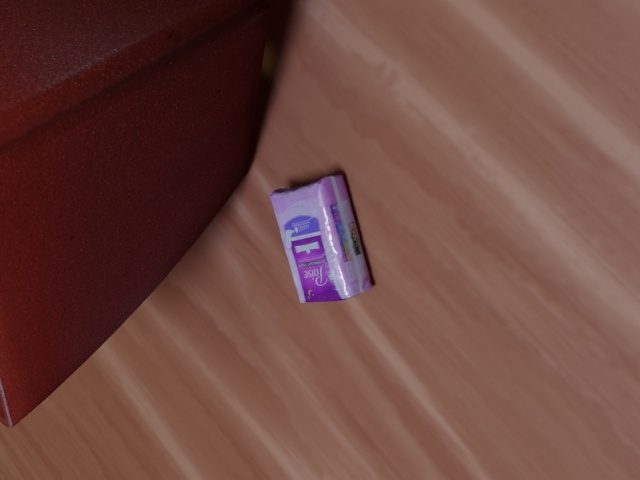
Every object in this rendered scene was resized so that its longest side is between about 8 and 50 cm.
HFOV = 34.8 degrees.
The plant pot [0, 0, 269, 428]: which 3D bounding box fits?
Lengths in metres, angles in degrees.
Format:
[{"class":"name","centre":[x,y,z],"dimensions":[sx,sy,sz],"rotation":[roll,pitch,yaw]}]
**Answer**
[{"class":"plant pot","centre":[-0.183,-0.096,0.641],"dimensions":[0.267,0.236,0.267],"rotation":[44,150,20]}]

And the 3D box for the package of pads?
[{"class":"package of pads","centre":[0.000,0.000,0.688],"dimensions":[0.050,0.032,0.083],"rotation":[-11,96,43]}]
